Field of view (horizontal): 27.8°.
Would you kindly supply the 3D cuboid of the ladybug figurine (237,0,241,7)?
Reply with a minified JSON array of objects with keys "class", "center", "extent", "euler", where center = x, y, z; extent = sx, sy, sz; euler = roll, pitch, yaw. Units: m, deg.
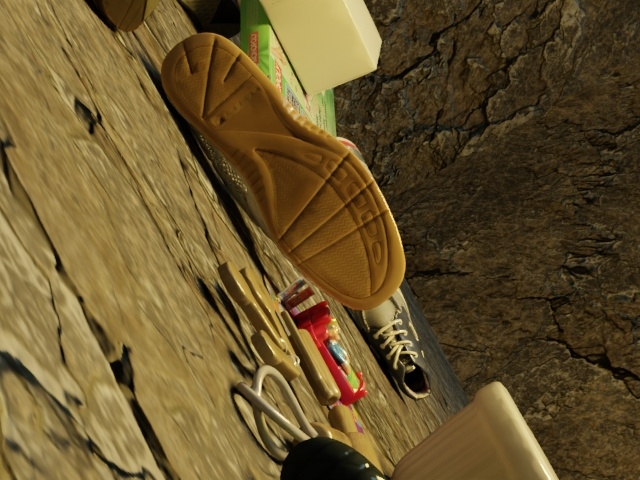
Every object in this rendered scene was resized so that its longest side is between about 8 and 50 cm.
[{"class":"ladybug figurine","center":[-0.132,-0.514,2.081],"extent":[0.449,0.162,0.305],"euler":[46,54,-29]}]

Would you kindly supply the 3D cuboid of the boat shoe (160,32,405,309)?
[{"class":"boat shoe","center":[-0.029,-0.057,1.110],"extent":[0.277,0.098,0.096],"euler":[52,-9,6]}]

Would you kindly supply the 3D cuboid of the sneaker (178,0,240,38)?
[{"class":"sneaker","center":[-0.170,-0.390,1.735],"extent":[0.226,0.086,0.163],"euler":[76,-2,-70]}]

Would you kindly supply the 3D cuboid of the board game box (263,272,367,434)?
[{"class":"board game box","center":[0.009,0.092,1.080],"extent":[0.133,0.033,0.168],"euler":[62,5,29]}]

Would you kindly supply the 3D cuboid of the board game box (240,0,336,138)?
[{"class":"board game box","center":[-0.039,-0.183,1.717],"extent":[0.213,0.046,0.317],"euler":[55,22,-40]}]

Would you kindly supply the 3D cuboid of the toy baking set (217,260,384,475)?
[{"class":"toy baking set","center":[-0.007,0.117,0.800],"extent":[0.197,0.030,0.256],"euler":[53,7,-35]}]

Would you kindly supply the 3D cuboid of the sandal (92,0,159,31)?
[{"class":"sandal","center":[-0.171,-0.228,0.953],"extent":[0.060,0.090,0.219],"euler":[38,3,23]}]

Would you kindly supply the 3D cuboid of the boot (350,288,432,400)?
[{"class":"boot","center":[0.093,0.118,1.605],"extent":[0.190,0.069,0.086],"euler":[58,2,-45]}]

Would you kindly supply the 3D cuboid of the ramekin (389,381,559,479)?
[{"class":"ramekin","center":[0.162,0.264,1.078],"extent":[0.273,0.127,0.273],"euler":[60,4,-8]}]

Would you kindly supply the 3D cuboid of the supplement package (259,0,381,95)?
[{"class":"supplement package","center":[-0.003,-0.302,1.701],"extent":[0.179,0.105,0.105],"euler":[62,19,-24]}]

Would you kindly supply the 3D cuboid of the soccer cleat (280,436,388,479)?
[{"class":"soccer cleat","center":[0.025,0.170,0.605],"extent":[0.179,0.060,0.072],"euler":[65,7,24]}]

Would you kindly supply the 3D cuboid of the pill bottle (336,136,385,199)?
[{"class":"pill bottle","center":[0.033,-0.052,1.798],"extent":[0.108,0.108,0.180],"euler":[56,7,-45]}]
